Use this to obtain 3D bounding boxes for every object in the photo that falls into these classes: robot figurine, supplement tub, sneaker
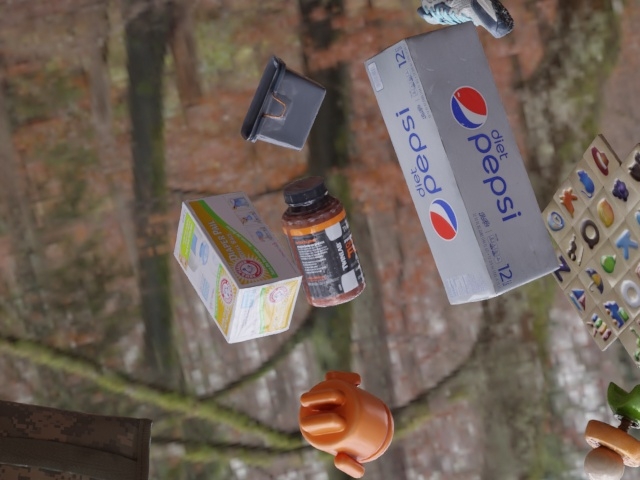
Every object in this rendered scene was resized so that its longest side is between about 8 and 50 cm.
[{"bbox_3d":[0.048,0.314,2.220,0.128,0.158,0.219,-47,144,6],"label":"robot figurine"},{"bbox_3d":[0.000,0.000,2.043,0.106,0.198,0.106,-16,-161,6],"label":"supplement tub"},{"bbox_3d":[0.255,-0.440,2.385,0.122,0.110,0.283,-46,-135,10],"label":"sneaker"}]

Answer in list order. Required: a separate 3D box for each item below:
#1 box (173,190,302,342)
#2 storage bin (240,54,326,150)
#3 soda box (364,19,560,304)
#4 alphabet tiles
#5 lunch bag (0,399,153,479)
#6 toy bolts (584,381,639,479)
[{"bbox_3d":[-0.124,0.037,1.875,0.103,0.114,0.203,-11,-134,-29],"label":"box"},{"bbox_3d":[-0.053,-0.204,1.960,0.091,0.135,0.098,19,-169,-16],"label":"storage bin"},{"bbox_3d":[0.152,-0.082,1.369,0.098,0.286,0.091,-20,180,-30],"label":"soda box"},{"bbox_3d":[0.442,0.018,1.873,0.011,0.285,0.342,-19,157,-25],"label":"alphabet tiles"},{"bbox_3d":[-0.269,0.281,1.037,0.235,0.169,0.287,11,-132,-16],"label":"lunch bag"},{"bbox_3d":[0.523,0.326,1.896,0.158,0.218,0.228,-61,-165,-14],"label":"toy bolts"}]
